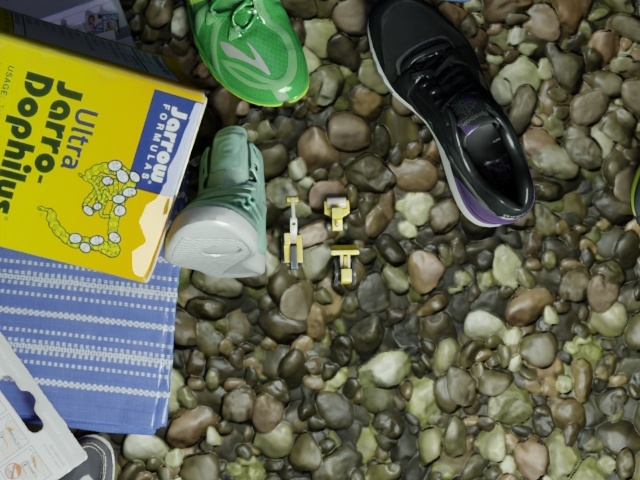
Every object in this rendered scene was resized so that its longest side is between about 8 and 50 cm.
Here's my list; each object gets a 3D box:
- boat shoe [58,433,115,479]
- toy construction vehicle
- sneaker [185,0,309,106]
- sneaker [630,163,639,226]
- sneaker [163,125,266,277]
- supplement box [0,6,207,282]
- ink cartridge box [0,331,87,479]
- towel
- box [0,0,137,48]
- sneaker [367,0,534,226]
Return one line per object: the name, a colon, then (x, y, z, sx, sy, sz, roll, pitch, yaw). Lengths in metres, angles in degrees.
boat shoe: (-0.281, 0.305, 1.379, 0.075, 0.065, 0.206, 28, 87, -3)
toy construction vehicle: (0.000, 0.000, 1.418, 0.086, 0.035, 0.098, 1, 89, -4)
sneaker: (-0.102, -0.277, 1.373, 0.109, 0.123, 0.296, -25, 91, -4)
sneaker: (0.464, -0.110, 1.407, 0.300, 0.121, 0.111, -40, 91, -3)
sneaker: (-0.107, -0.049, 1.308, 0.094, 0.256, 0.151, -4, 82, 3)
supplement box: (-0.315, -0.116, 1.233, 0.356, 0.194, 0.195, 15, 103, -17)
ink cartridge box: (-0.387, 0.223, 1.361, 0.224, 0.056, 0.181, -35, 90, -14)
towel: (-0.271, 0.035, 1.406, 0.243, 0.040, 0.336, 6, 87, -2)
box: (-0.285, -0.235, 1.392, 0.145, 0.038, 0.186, -21, 84, -4)
sneaker: (0.152, -0.150, 1.386, 0.107, 0.124, 0.283, -31, 91, -4)
